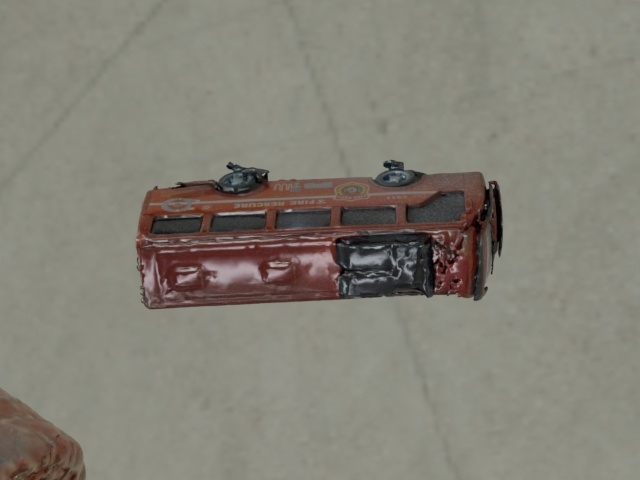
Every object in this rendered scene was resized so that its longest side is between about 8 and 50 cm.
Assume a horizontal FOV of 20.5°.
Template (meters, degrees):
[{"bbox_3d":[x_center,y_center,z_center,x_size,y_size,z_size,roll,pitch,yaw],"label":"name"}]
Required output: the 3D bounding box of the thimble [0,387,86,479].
[{"bbox_3d":[-0.320,0.224,1.479,0.162,0.239,0.239,32,122,17],"label":"thimble"}]

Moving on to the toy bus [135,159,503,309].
[{"bbox_3d":[0.000,0.000,1.140,0.096,0.235,0.073,-82,-11,-60],"label":"toy bus"}]
